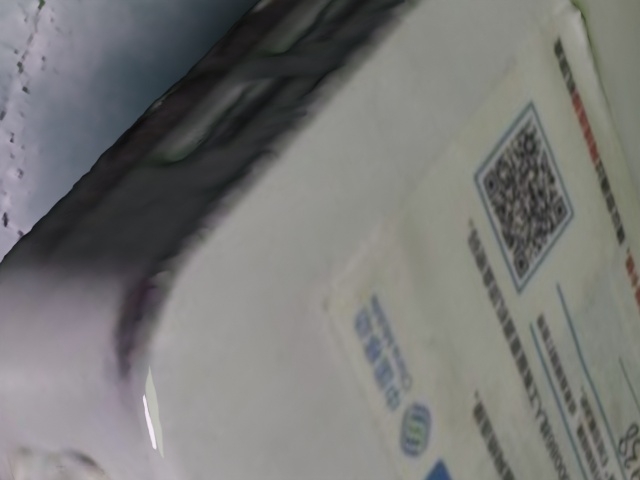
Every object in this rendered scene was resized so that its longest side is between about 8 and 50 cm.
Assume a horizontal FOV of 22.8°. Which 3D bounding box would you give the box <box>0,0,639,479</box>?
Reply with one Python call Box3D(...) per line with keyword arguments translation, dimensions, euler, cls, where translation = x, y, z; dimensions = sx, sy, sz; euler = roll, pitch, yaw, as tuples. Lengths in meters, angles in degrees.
Box3D(translation=(0.065, 0.076, 0.667), dimensions=(0.396, 0.111, 0.396), euler=(-50, 127, -42), cls="box")
